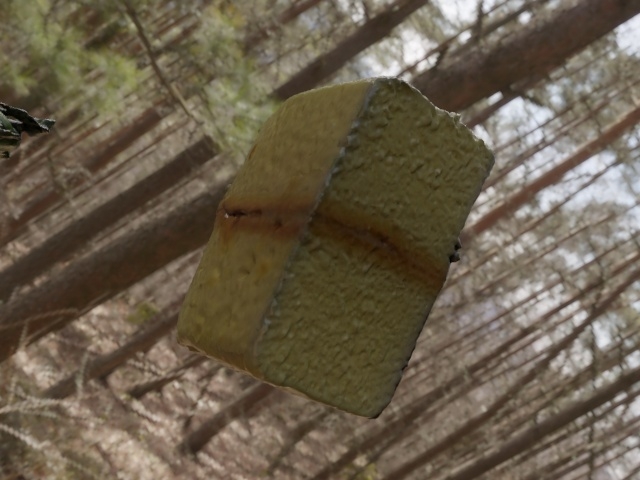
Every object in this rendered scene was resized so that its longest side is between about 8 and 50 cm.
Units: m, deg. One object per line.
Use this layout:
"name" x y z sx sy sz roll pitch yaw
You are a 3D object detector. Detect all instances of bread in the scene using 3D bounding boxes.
"bread" 0.000 0.000 0.720 0.135 0.240 0.178 30 -12 -30

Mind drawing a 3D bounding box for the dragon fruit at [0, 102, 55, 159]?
"dragon fruit" -0.246 -0.057 0.505 0.236 0.135 0.137 0 24 -44
